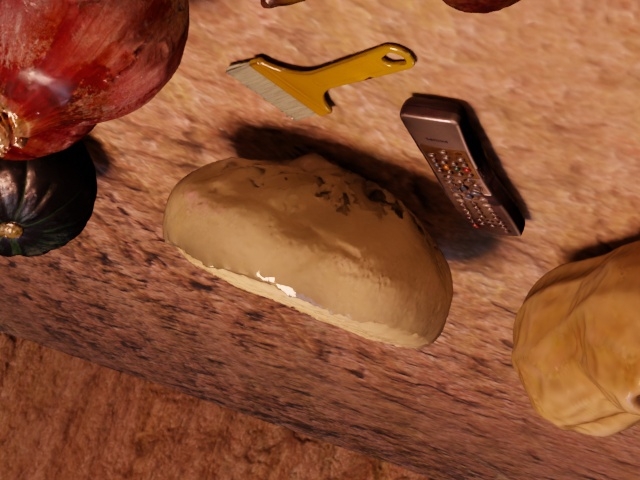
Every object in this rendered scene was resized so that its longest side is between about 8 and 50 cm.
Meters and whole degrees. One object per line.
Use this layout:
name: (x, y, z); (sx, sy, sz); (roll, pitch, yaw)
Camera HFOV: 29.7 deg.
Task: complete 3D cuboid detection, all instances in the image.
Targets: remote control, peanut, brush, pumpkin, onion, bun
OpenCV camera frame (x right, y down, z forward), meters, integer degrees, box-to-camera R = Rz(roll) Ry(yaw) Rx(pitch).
remote control: (0.123, -0.057, 1.015); (0.059, 0.028, 0.212); (9, 159, 28)
peanut: (0.264, 0.078, 1.027); (0.174, 0.158, 0.340); (-13, 168, -18)
brush: (0.007, -0.131, 0.965); (0.083, 0.011, 0.205); (34, 160, -29)
pumpkin: (-0.347, -0.063, 1.374); (0.194, 0.150, 0.194); (10, 162, 3)
onion: (-0.181, -0.141, 0.861); (0.159, 0.195, 0.159); (19, 153, 11)
bun: (0.000, 0.000, 1.152); (0.287, 0.146, 0.287); (24, 178, 1)

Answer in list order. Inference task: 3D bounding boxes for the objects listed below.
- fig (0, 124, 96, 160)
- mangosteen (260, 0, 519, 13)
fig: (-0.246, -0.132, 1.035); (0.202, 0.149, 0.148); (73, 173, -52)
mangosteen: (0.056, -0.166, 0.418); (0.194, 0.230, 0.194); (28, -161, -10)
